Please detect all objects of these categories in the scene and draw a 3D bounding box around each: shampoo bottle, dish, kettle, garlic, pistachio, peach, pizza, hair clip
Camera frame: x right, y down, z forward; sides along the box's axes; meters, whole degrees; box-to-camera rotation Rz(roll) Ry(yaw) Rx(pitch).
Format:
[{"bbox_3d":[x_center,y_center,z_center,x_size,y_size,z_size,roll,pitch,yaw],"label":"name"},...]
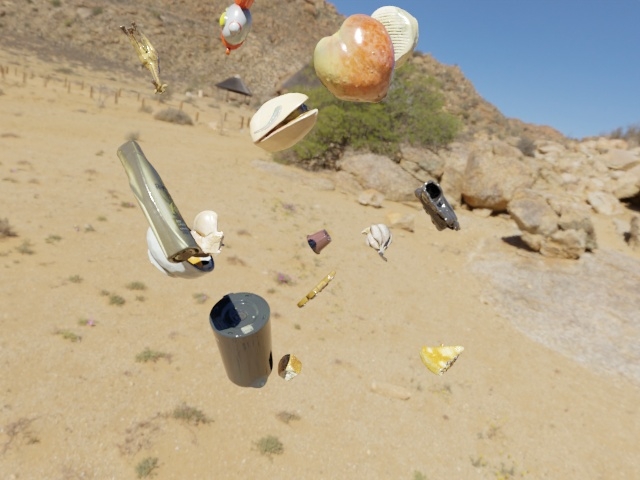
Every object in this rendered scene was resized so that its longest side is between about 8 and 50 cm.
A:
[{"bbox_3d":[-0.443,-0.107,1.196,0.350,0.084,0.125,59,-2,10],"label":"shampoo bottle"},{"bbox_3d":[-0.517,0.039,1.584,0.303,0.120,0.303,47,7,-7],"label":"dish"},{"bbox_3d":[-0.294,0.351,1.595,0.262,0.308,0.203,19,42,22],"label":"kettle"},{"bbox_3d":[0.275,0.008,2.061,0.131,0.127,0.194,28,38,-39],"label":"garlic"},{"bbox_3d":[-0.148,-0.465,1.757,0.318,0.193,0.214,-20,25,45],"label":"pistachio"},{"bbox_3d":[0.103,-0.475,1.211,0.233,0.232,0.232,13,13,-3],"label":"peach"},{"bbox_3d":[0.520,0.492,1.878,0.194,0.069,0.154,-13,26,-18],"label":"pizza"},{"bbox_3d":[-0.170,-0.397,1.485,0.022,0.137,0.054,46,-26,-25],"label":"hair clip"},{"bbox_3d":[-0.387,-0.017,1.523,0.124,0.174,0.099,14,9,-6],"label":"garlic"}]

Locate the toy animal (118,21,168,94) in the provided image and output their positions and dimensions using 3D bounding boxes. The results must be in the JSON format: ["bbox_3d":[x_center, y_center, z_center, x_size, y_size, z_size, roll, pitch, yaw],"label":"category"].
[{"bbox_3d":[-0.535,-0.561,1.390,0.054,0.275,0.149,-27,-4,3],"label":"toy animal"}]

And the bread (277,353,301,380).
[{"bbox_3d":[-0.125,0.502,1.769,0.077,0.083,0.070,42,29,-17],"label":"bread"}]

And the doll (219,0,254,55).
[{"bbox_3d":[-0.277,-0.807,1.535,0.106,0.336,0.199,13,30,-18],"label":"doll"}]

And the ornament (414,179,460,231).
[{"bbox_3d":[0.477,-0.130,1.786,0.251,0.106,0.260,54,11,-6],"label":"ornament"}]

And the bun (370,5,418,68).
[{"bbox_3d":[0.287,-0.799,1.767,0.210,0.237,0.116,-7,9,32],"label":"bun"}]

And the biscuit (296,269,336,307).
[{"bbox_3d":[0.000,0.166,1.616,0.031,0.138,0.205,46,38,1],"label":"biscuit"}]

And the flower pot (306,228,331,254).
[{"bbox_3d":[0.000,0.000,2.113,0.111,0.089,0.111,52,17,-23],"label":"flower pot"}]
